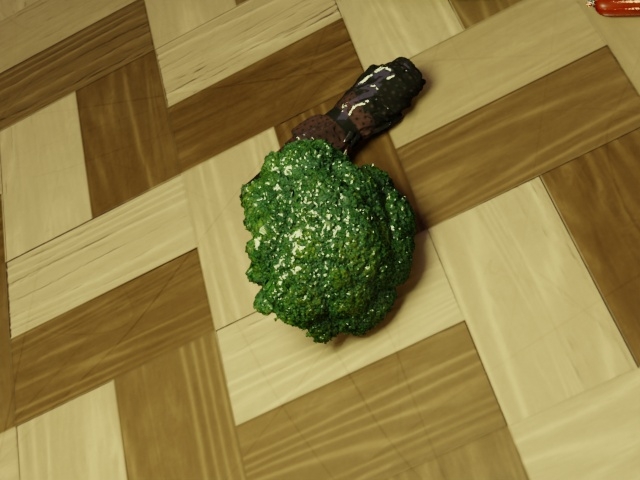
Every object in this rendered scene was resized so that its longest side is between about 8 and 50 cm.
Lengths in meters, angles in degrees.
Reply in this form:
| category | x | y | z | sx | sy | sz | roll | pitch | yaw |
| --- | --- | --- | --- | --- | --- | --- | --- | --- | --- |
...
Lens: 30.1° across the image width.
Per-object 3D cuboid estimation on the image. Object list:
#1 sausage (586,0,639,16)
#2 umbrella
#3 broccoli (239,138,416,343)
| category | x | y | z | sx | sy | sz | roll | pitch | yaw |
| --- | --- | --- | --- | --- | --- | --- | --- | --- | --- |
| sausage | 0.446 | -0.335 | 1.682 | 0.145 | 0.050 | 0.048 | 4 | 31 | 33 |
| umbrella | 0.018 | -0.150 | 1.744 | 0.326 | 0.090 | 0.094 | -41 | 50 | -5 |
| broccoli | 0.000 | 0.000 | 1.566 | 0.242 | 0.261 | 0.269 | 0 | 93 | 56 |
